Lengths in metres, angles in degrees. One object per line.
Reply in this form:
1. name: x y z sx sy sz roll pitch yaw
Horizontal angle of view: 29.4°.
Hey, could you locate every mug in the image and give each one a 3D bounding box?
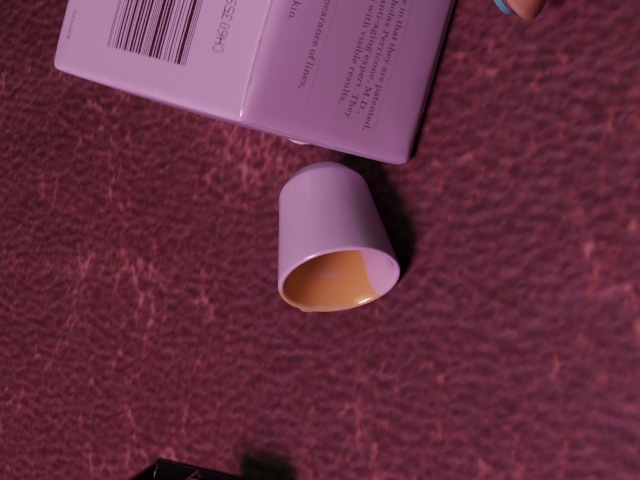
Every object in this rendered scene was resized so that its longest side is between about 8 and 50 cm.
1. mug: -0.001 -0.002 0.637 0.078 0.062 0.064 -31 53 30

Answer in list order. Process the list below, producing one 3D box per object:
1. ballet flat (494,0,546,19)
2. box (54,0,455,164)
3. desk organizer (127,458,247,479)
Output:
1. ballet flat: 0.100 -0.219 0.567 0.073 0.080 0.232 -13 74 28
2. box: -0.028 -0.150 0.649 0.181 0.119 0.182 20 96 46
3. desk organizer: -0.074 0.156 0.689 0.130 0.047 0.050 1 81 45
